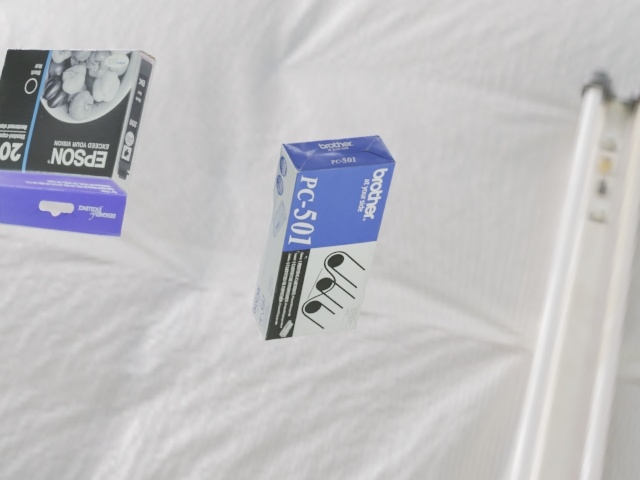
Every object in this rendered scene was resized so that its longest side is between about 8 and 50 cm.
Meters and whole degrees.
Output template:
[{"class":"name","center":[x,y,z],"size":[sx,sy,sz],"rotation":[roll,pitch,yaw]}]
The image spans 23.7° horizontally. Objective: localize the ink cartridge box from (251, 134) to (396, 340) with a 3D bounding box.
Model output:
[{"class":"ink cartridge box","center":[0.000,0.000,1.416],"size":[0.097,0.207,0.046],"rotation":[-6,-138,-21]}]

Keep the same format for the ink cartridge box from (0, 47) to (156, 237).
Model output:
[{"class":"ink cartridge box","center":[-0.293,-0.114,1.728],"size":[0.206,0.045,0.208],"rotation":[5,-99,33]}]
